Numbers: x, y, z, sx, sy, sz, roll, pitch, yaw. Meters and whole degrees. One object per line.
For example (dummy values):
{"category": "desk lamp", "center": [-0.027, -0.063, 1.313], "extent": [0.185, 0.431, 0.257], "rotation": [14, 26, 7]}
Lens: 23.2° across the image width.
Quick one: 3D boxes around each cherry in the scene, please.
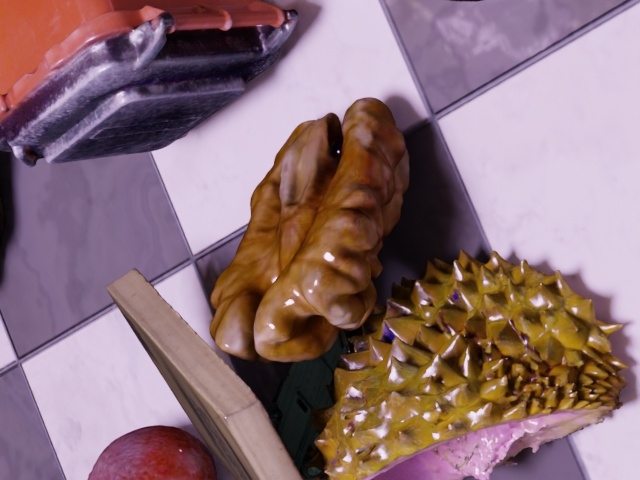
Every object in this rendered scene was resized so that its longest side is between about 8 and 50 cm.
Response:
{"category": "cherry", "center": [-0.113, 0.183, 1.058], "extent": [0.090, 0.107, 0.225], "rotation": [37, 176, -10]}

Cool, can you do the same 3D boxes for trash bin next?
{"category": "trash bin", "center": [-0.139, -0.185, 0.981], "extent": [0.184, 0.161, 0.239], "rotation": [-27, 79, 44]}

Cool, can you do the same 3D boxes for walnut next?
{"category": "walnut", "center": [0.000, 0.000, 0.920], "extent": [0.143, 0.069, 0.170], "rotation": [-13, 49, 53]}

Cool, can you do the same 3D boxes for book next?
{"category": "book", "center": [-0.056, 0.116, 0.967], "extent": [0.161, 0.026, 0.231], "rotation": [62, 168, -28]}

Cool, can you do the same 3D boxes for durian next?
{"category": "durian", "center": [0.073, 0.093, 0.905], "extent": [0.132, 0.165, 0.182], "rotation": [32, 166, -15]}

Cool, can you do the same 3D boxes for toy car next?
{"category": "toy car", "center": [-0.002, 0.101, 1.011], "extent": [0.059, 0.035, 0.122], "rotation": [46, 126, 42]}

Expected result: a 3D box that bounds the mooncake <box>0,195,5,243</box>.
{"category": "mooncake", "center": [-0.398, -0.070, 1.242], "extent": [0.324, 0.187, 0.324], "rotation": [17, 115, 41]}
